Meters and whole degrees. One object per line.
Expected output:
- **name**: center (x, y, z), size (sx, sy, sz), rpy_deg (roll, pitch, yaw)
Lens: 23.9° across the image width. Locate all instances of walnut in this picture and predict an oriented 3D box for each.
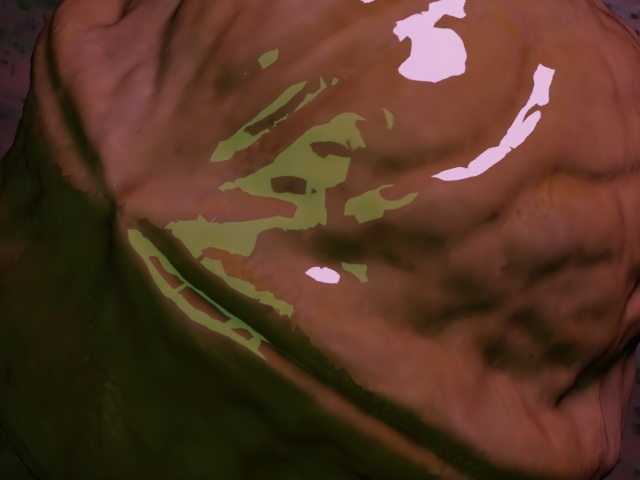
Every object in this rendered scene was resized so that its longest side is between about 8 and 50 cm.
- **walnut**: center (0.000, 0.000, 0.460), size (0.228, 0.228, 0.228), rpy_deg (-1, 85, 14)
